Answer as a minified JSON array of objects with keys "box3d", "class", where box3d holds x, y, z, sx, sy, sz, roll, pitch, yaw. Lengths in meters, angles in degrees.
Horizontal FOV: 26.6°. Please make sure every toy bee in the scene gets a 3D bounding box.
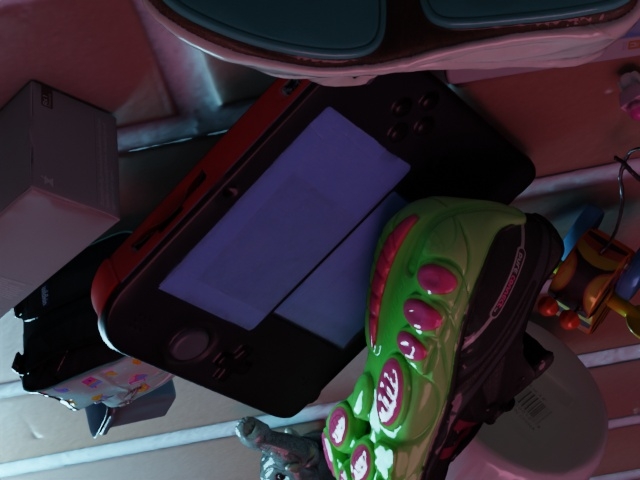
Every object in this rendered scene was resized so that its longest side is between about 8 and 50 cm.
[{"box3d":[0.280,0.034,1.458,0.195,0.162,0.298,25,156,36],"class":"toy bee"}]

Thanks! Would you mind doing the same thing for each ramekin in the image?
[{"box3d":[0.211,0.216,1.631,0.277,0.277,0.135,8,137,-23],"class":"ramekin"}]

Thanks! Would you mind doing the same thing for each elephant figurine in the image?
[{"box3d":[-0.013,0.327,1.889,0.239,0.186,0.169,8,-171,-6],"class":"elephant figurine"}]

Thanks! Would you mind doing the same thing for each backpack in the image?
[{"box3d":[-0.213,0.083,1.419,0.188,0.166,0.144,-27,144,32],"class":"backpack"}]

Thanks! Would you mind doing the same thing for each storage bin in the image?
[{"box3d":[-0.224,0.147,1.561,0.091,0.135,0.098,-5,149,-27],"class":"storage bin"}]

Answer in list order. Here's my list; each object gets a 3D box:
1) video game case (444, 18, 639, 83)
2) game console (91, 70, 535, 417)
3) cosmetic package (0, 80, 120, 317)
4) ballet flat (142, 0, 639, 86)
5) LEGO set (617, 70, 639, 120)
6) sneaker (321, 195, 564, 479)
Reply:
[{"box3d":[0.201,-0.221,1.171,0.193,0.023,0.212,-9,147,1],"class":"video game case"},{"box3d":[0.000,0.000,1.311,0.386,0.060,0.342,-45,136,11],"class":"game console"},{"box3d":[-0.294,-0.027,1.270,0.238,0.127,0.107,-31,141,34],"class":"cosmetic package"},{"box3d":[0.059,-0.178,1.092,0.400,0.139,0.139,-1,147,0],"class":"ballet flat"},{"box3d":[0.410,-0.170,1.217,0.132,0.107,0.287,14,142,-31],"class":"LEGO set"},{"box3d":[0.133,0.164,1.397,0.202,0.185,0.483,-6,135,-23],"class":"sneaker"}]
